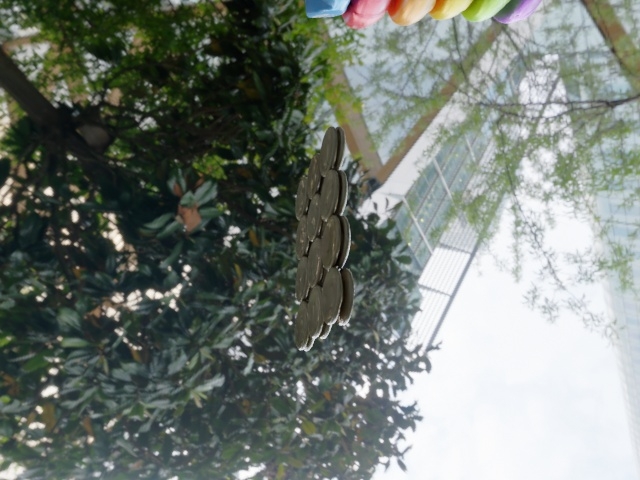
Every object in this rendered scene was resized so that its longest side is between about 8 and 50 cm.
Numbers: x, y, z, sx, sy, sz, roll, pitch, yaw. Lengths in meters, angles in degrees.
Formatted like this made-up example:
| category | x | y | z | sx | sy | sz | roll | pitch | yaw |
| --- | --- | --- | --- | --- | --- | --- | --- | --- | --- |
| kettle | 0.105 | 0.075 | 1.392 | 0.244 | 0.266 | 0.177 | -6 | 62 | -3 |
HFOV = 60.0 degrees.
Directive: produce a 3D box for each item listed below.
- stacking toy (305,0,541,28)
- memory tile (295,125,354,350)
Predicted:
| category | x | y | z | sx | sy | sz | roll | pitch | yaw |
| --- | --- | --- | --- | --- | --- | --- | --- | --- | --- |
| stacking toy | 0.144 | -0.251 | 0.475 | 0.302 | 0.165 | 0.175 | 7 | -161 | -9 |
| memory tile | 0.000 | 0.000 | 0.407 | 0.012 | 0.113 | 0.148 | 7 | -116 | -15 |
